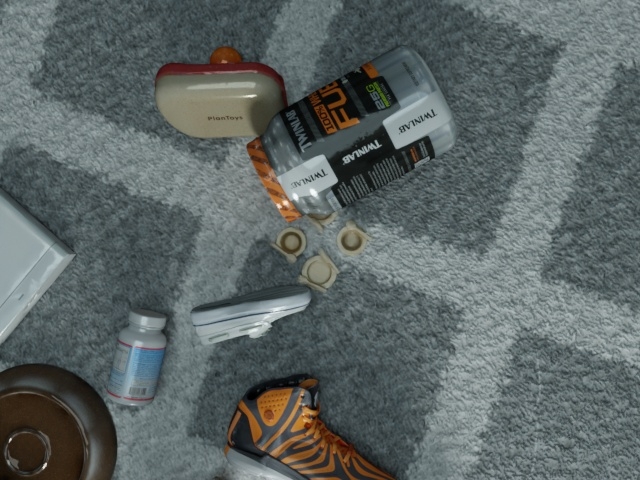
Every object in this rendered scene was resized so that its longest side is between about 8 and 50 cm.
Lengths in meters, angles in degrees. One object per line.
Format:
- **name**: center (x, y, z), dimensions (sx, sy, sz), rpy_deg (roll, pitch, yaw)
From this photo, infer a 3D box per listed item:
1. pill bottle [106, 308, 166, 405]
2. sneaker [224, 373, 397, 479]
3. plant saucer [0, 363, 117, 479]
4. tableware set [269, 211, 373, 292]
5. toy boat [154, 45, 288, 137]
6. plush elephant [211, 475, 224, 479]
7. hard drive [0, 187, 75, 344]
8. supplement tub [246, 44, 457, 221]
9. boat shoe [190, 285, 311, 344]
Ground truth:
- **pill bottle**: center (-0.326, 0.208, 1.244), dimensions (0.087, 0.087, 0.160), rpy_deg (14, 92, 4)
- **sneaker**: center (-0.001, 0.343, 1.206), dimensions (0.321, 0.124, 0.180), rpy_deg (17, 94, 4)
- **plant saucer**: center (-0.536, 0.387, 1.285), dimensions (0.310, 0.050, 0.311), rpy_deg (0, 91, 5)
- **tableware set**: center (0.000, 0.000, 1.249), dimensions (0.141, 0.020, 0.169), rpy_deg (41, 93, 2)
- **toy boat**: center (-0.172, -0.274, 1.211), dimensions (0.231, 0.151, 0.151), rpy_deg (-1, 61, 4)
- **plush elephant**: center (-0.236, 0.557, 1.164), dimensions (0.330, 0.272, 0.255), rpy_deg (11, 103, -20)
- **hard drive**: center (-0.663, -0.003, 1.283), dimensions (0.353, 0.047, 0.233), rpy_deg (41, 94, 3)
- **supplement tub**: center (0.049, -0.169, 1.153), dimensions (0.316, 0.193, 0.194), rpy_deg (-29, 89, 4)
- **boat shoe**: center (-0.119, 0.136, 1.240), dimensions (0.226, 0.083, 0.076), rpy_deg (-11, 103, 16)
